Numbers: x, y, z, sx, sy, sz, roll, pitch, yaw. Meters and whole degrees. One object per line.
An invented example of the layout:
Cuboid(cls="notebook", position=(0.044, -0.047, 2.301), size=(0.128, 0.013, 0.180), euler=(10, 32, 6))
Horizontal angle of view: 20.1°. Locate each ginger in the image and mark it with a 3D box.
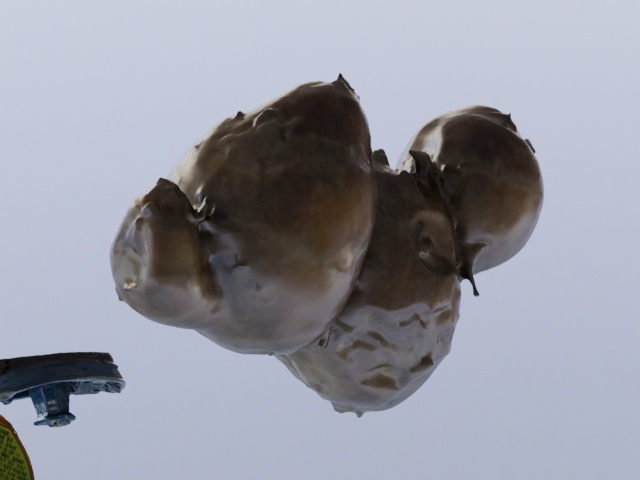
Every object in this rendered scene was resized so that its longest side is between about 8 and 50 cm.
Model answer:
Cuboid(cls="ginger", position=(0.000, 0.000, 1.290), size=(0.176, 0.256, 0.375), euler=(37, -162, 36))

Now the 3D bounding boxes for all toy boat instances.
Cuboid(cls="toy boat", position=(-0.233, 0.130, 1.549), size=(0.137, 0.060, 0.061), euler=(1, -106, -37))

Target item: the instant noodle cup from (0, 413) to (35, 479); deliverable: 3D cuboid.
Cuboid(cls="instant noodle cup", position=(-0.370, 0.233, 1.657), size=(0.168, 0.185, 0.168), euler=(6, -101, -30))
